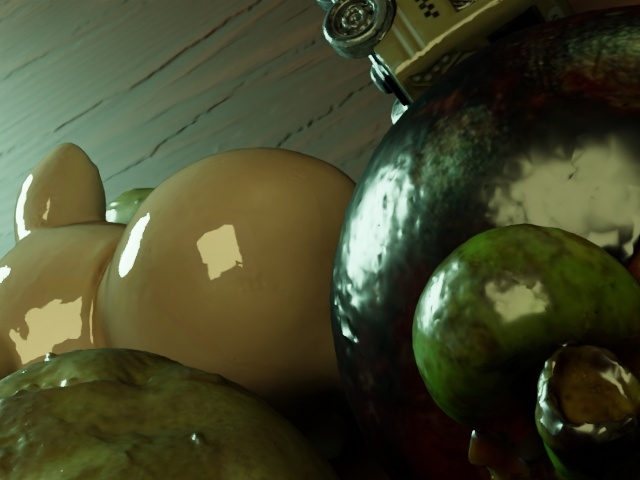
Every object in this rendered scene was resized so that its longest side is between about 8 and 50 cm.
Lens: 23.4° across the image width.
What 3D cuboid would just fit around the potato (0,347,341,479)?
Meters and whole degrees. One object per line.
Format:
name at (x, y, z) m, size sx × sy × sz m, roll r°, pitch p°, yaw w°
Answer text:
potato at (-0.077, 0.176, 0.784) m, size 0.301 × 0.289 × 0.237 m, roll -51°, pitch 11°, yaw 44°

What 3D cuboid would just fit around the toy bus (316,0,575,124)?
toy bus at (0.066, -0.202, 1.112) m, size 0.157 × 0.139 × 0.289 m, roll -34°, pitch 49°, yaw 7°

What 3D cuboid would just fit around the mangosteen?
mangosteen at (0.155, 0.049, 0.761) m, size 0.306 × 0.306 × 0.359 m, roll -29°, pitch 23°, yaw 17°

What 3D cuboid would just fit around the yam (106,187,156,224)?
yam at (0.000, 0.000, 1.072) m, size 0.372 × 0.083 × 0.083 m, roll 5°, pitch 66°, yaw 39°

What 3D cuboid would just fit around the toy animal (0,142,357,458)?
toy animal at (-0.095, 0.059, 0.986) m, size 0.326 × 0.269 × 0.237 m, roll -58°, pitch 8°, yaw 47°
